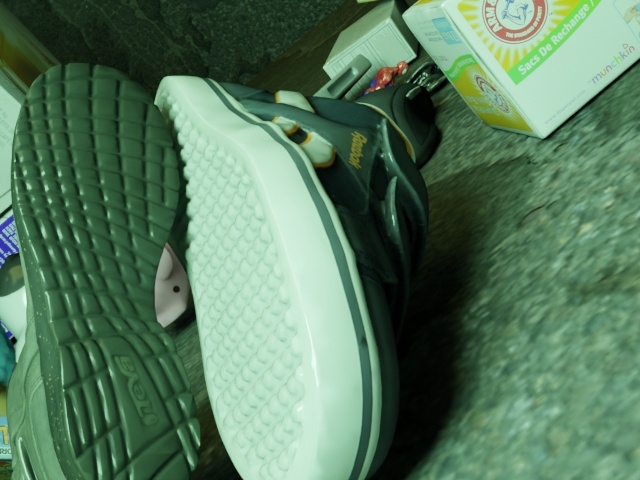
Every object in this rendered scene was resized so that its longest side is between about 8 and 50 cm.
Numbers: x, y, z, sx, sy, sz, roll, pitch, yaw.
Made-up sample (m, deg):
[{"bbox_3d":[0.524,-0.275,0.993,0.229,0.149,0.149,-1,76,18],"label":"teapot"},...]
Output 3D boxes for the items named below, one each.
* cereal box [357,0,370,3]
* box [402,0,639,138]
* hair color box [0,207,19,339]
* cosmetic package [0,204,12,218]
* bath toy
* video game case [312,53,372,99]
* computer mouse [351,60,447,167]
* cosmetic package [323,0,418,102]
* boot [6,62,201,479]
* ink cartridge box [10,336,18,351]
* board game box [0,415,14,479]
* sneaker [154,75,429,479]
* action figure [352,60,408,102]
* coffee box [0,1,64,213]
[{"bbox_3d":[0.161,-0.358,1.294,0.173,0.047,0.240,-31,19,-20],"label":"cereal box"},{"bbox_3d":[0.168,-0.169,0.657,0.203,0.103,0.114,-40,12,1],"label":"box"},{"bbox_3d":[-0.328,0.013,1.182,0.339,0.110,0.185,-45,13,-25],"label":"hair color box"},{"bbox_3d":[-0.386,-0.026,1.525,0.385,0.217,0.156,-37,14,24],"label":"cosmetic package"},{"bbox_3d":[-0.172,0.026,0.870,0.348,0.151,0.129,-39,-11,8],"label":"bath toy"},{"bbox_3d":[-0.039,-0.102,1.105,0.201,0.023,0.183,-45,4,30],"label":"video game case"},{"bbox_3d":[0.019,-0.083,0.893,0.184,0.060,0.262,-34,14,23],"label":"computer mouse"},{"bbox_3d":[0.069,-0.245,1.298,0.099,0.060,0.239,-32,14,17],"label":"cosmetic package"},{"bbox_3d":[-0.136,0.044,0.545,0.161,0.084,0.246,-43,50,50],"label":"boot"},{"bbox_3d":[-0.292,0.105,1.157,0.176,0.069,0.371,-46,11,-23],"label":"ink cartridge box"},{"bbox_3d":[-0.321,0.162,0.792,0.136,0.201,0.035,-28,60,44],"label":"board game box"},{"bbox_3d":[0.000,0.000,0.511,0.321,0.128,0.126,-119,38,-56],"label":"sneaker"},{"bbox_3d":[0.049,-0.149,1.102,0.115,0.030,0.038,-43,16,17],"label":"action figure"},{"bbox_3d":[-0.517,-0.155,1.214,0.338,0.337,0.334,-40,20,8],"label":"coffee box"}]
